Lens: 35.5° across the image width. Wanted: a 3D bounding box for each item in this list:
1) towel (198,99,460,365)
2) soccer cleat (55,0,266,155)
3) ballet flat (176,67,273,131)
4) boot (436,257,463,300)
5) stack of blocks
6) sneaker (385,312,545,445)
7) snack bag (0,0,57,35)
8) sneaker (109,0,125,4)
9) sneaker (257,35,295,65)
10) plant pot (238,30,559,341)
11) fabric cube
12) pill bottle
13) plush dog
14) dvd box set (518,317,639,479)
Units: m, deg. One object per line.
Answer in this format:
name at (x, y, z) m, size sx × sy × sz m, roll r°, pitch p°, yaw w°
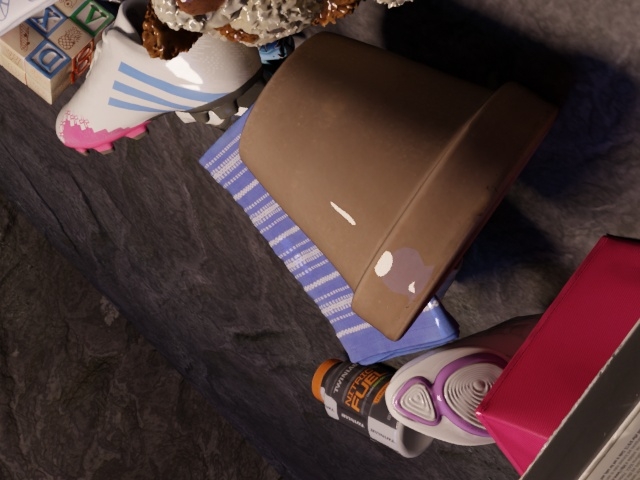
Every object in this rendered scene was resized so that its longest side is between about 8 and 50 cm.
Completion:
towel at (0.000, 0.000, 1.144) m, size 0.336 × 0.040 × 0.243 m, roll 52°, pitch 155°, yaw -5°
soccer cleat at (-0.199, -0.191, 1.096) m, size 0.331 × 0.116 × 0.143 m, roll -9°, pitch 122°, yaw 42°
ballet flat at (-0.149, -0.186, 1.228) m, size 0.280 × 0.096 × 0.095 m, roll 30°, pitch 121°, yaw 50°
boot at (0.071, -0.021, 1.312) m, size 0.258 × 0.095 × 0.123 m, roll 33°, pitch 149°, yaw 4°
stack of blocks at (-0.420, -0.347, 1.339) m, size 0.297 × 0.171 × 0.087 m, roll 39°, pitch 160°, yaw -1°
sneaker at (0.208, 0.156, 1.162) m, size 0.152 × 0.305 × 0.114 m, roll -176°, pitch 77°, yaw -70°
snack bag at (-0.209, -0.345, 0.767) m, size 0.343 × 0.037 × 0.322 m, roll -11°, pitch 89°, yaw 41°
sneaker at (-0.268, -0.343, 1.203) m, size 0.221 × 0.087 × 0.083 m, roll 35°, pitch 159°, yaw 13°
sneaker at (-0.056, -0.240, 1.109) m, size 0.073 × 0.063 × 0.162 m, roll 29°, pitch 169°, yaw -4°
plant pot at (0.056, -0.076, 0.933) m, size 0.229 × 0.263 × 0.263 m, roll 36°, pitch 160°, yaw 7°
fabric cube at (0.361, 0.182, 0.964) m, size 0.258 × 0.254 × 0.259 m, roll 11°, pitch 145°, yaw 52°
pill bottle at (0.096, 0.297, 1.846) m, size 0.246 × 0.130 × 0.130 m, roll 19°, pitch 151°, yaw 43°
plush dog at (-0.053, -0.255, 0.880) m, size 0.210 × 0.263 × 0.225 m, roll 69°, pitch 156°, yaw 18°
dvd box set at (0.385, 0.168, 0.704) m, size 0.421 × 0.062 × 0.307 m, roll 20°, pitch 119°, yaw -13°
